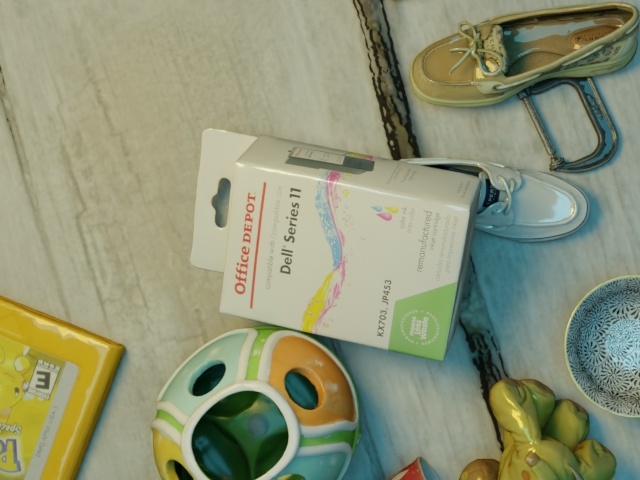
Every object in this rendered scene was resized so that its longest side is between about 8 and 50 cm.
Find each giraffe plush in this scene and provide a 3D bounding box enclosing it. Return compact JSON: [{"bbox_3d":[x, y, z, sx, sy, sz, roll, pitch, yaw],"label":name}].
[{"bbox_3d":[0.238,0.290,1.669,0.181,0.210,0.170,28,118,-24],"label":"giraffe plush"}]

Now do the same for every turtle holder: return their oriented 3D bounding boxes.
[{"bbox_3d":[-0.112,0.233,1.675,0.320,0.227,0.243,-12,88,5],"label":"turtle holder"}]

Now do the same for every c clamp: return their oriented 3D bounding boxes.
[{"bbox_3d":[0.291,-0.151,1.752,0.137,0.022,0.161,-30,84,-1],"label":"c clamp"}]

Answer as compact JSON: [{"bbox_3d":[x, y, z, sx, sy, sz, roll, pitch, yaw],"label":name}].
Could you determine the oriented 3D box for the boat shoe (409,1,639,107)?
[{"bbox_3d":[0.247,-0.239,1.712,0.285,0.089,0.105,-15,71,2],"label":"boat shoe"}]

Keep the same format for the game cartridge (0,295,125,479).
[{"bbox_3d":[-0.438,0.234,1.796,0.285,0.052,0.324,21,90,6],"label":"game cartridge"}]

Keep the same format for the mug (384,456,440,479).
[{"bbox_3d":[0.086,0.370,1.713,0.169,0.113,0.150,-30,83,7],"label":"mug"}]

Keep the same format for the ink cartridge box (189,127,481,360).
[{"bbox_3d":[0.000,0.000,1.685,0.353,0.119,0.207,11,114,10],"label":"ink cartridge box"}]

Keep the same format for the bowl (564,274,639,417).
[{"bbox_3d":[0.379,0.127,1.704,0.170,0.080,0.170,0,88,6],"label":"bowl"}]

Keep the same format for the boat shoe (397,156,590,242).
[{"bbox_3d":[0.204,-0.051,1.723,0.258,0.084,0.095,6,89,6],"label":"boat shoe"}]
